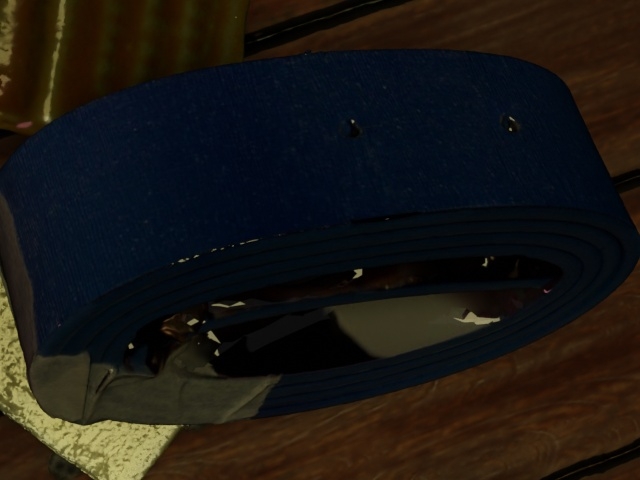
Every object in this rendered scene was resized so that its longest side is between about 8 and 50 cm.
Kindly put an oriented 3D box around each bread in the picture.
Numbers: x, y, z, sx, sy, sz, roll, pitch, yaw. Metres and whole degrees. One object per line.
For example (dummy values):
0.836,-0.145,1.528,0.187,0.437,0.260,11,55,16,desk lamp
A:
-0.155,0.085,0.911,0.153,0.028,0.068,38,83,-10,bread

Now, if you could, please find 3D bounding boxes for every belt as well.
0.000,0.000,0.837,0.346,0.212,0.117,-8,61,-23,belt

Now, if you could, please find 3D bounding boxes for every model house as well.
-0.150,-0.172,0.840,0.239,0.173,0.268,8,91,-10,model house
